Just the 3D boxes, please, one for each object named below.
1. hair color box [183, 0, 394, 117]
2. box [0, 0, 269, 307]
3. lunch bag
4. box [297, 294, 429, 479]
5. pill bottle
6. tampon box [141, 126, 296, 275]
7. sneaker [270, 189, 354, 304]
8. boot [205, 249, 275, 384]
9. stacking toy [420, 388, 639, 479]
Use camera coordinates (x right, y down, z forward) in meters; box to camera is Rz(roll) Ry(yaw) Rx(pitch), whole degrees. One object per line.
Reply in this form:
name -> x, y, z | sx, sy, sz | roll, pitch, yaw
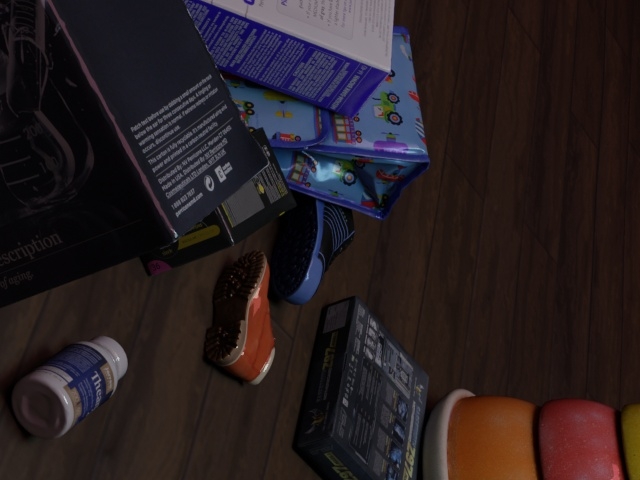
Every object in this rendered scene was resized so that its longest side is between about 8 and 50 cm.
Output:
hair color box -> -0.083, -0.293, 1.765 | 0.339, 0.110, 0.185 | 20, 51, -19
box -> -0.278, -0.118, 1.257 | 0.312, 0.343, 0.179 | 63, 32, -11
lunch bag -> -0.033, -0.172, 1.866 | 0.293, 0.138, 0.221 | 9, 54, -23
box -> 0.058, 0.213, 1.881 | 0.183, 0.059, 0.232 | 48, 36, -33
pill bottle -> -0.238, 0.138, 1.443 | 0.067, 0.067, 0.120 | 65, 31, -9
tampon box -> -0.125, -0.043, 1.675 | 0.161, 0.120, 0.101 | -35, 102, -58
sneaker -> 0.000, 0.000, 1.890 | 0.090, 0.081, 0.232 | 40, 40, -30
boot -> -0.082, 0.090, 1.737 | 0.084, 0.059, 0.158 | 45, 47, -41
stacking toy -> 0.396, 0.319, 1.921 | 0.350, 0.480, 0.350 | 50, 31, -47
